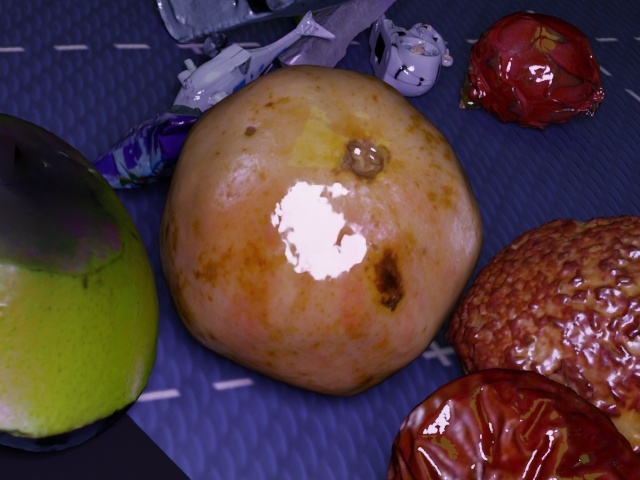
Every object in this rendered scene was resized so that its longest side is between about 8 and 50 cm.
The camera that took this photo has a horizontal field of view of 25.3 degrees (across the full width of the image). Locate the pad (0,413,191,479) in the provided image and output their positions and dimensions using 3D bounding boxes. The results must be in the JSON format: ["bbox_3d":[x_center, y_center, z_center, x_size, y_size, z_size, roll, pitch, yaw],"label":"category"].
[{"bbox_3d":[-0.245,0.182,1.297,0.170,0.006,0.245,-16,43,-42],"label":"pad"}]

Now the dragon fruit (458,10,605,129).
[{"bbox_3d":[0.306,-0.245,2.056,0.209,0.172,0.172,4,31,8],"label":"dragon fruit"}]

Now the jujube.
[{"bbox_3d":[0.176,0.231,1.215,0.213,0.213,0.232,-7,45,-32],"label":"jujube"}]

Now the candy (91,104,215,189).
[{"bbox_3d":[-0.169,-0.102,1.595,0.145,0.275,0.070,-8,82,-35],"label":"candy"}]

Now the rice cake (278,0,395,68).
[{"bbox_3d":[0.054,-0.348,2.107,0.064,0.070,0.399,-3,35,40],"label":"rice cake"}]

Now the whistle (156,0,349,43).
[{"bbox_3d":[-0.071,-0.383,1.932,0.404,0.168,0.188,-17,2,20],"label":"whistle"}]

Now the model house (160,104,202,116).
[{"bbox_3d":[-0.162,-0.131,1.765,0.083,0.079,0.066,32,-11,45],"label":"model house"}]

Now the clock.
[{"bbox_3d":[0.143,-0.269,2.104,0.117,0.080,0.176,9,30,-12],"label":"clock"}]

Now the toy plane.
[{"bbox_3d":[-0.083,-0.229,1.876,0.273,0.107,0.182,-24,55,-19],"label":"toy plane"}]

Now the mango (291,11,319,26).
[{"bbox_3d":[0.010,-0.371,2.190,0.119,0.100,0.178,13,42,-11],"label":"mango"}]

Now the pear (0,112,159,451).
[{"bbox_3d":[-0.305,-0.001,1.320,0.398,0.165,0.399,25,26,-13],"label":"pear"}]

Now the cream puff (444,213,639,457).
[{"bbox_3d":[0.303,0.088,1.419,0.350,0.229,0.350,13,17,-4],"label":"cream puff"}]

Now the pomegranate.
[{"bbox_3d":[0.000,0.000,1.430,0.342,0.342,0.342,11,32,-7],"label":"pomegranate"}]
